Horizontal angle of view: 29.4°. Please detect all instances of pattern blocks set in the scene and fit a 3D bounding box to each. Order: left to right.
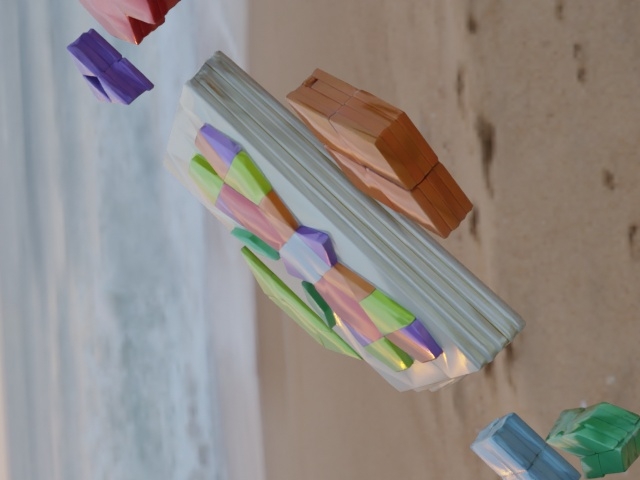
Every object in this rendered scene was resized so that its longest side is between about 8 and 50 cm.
[{"bbox_3d":[0.000,0.000,0.545,0.325,0.026,0.285,39,164,14],"label":"pattern blocks set"}]
